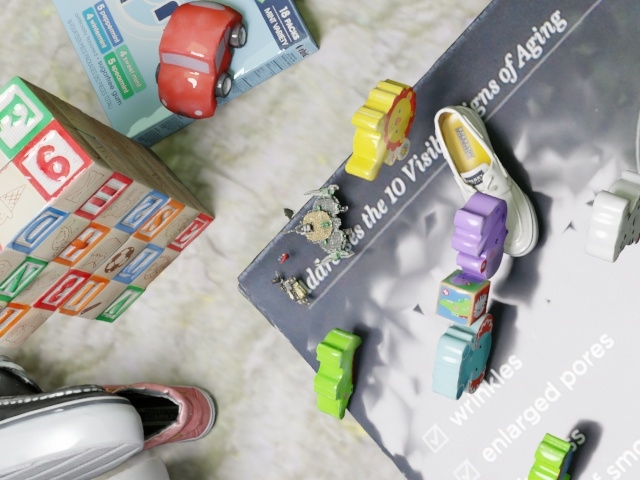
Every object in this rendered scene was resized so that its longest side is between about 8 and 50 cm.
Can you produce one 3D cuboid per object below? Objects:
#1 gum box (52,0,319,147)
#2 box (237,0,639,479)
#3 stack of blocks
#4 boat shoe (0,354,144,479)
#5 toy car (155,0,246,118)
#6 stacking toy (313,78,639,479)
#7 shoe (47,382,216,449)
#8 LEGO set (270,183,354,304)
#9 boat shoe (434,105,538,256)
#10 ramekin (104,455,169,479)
[{"bbox_3d":[-0.118,-0.187,1.308,0.184,0.041,0.157,-28,76,7],"label":"gum box"},{"bbox_3d":[0.294,0.028,0.996,0.480,0.297,0.472,-47,75,18],"label":"box"},{"bbox_3d":[-0.207,-0.007,1.170,0.171,0.297,0.087,-44,77,5],"label":"stack of blocks"},{"bbox_3d":[-0.279,0.144,1.217,0.335,0.121,0.119,-16,72,34],"label":"boat shoe"},{"bbox_3d":[-0.096,-0.250,1.263,0.239,0.053,0.225,-43,74,3],"label":"toy car"},{"bbox_3d":[0.087,0.033,0.892,0.167,0.052,0.221,22,120,25],"label":"stacking toy"},{"bbox_3d":[-0.180,0.144,1.252,0.178,0.081,0.064,-6,80,13],"label":"shoe"},{"bbox_3d":[-0.002,-0.001,0.965,0.054,0.023,0.083,52,123,17],"label":"LEGO set"},{"bbox_3d":[0.096,-0.036,0.909,0.035,0.035,0.100,-27,80,22],"label":"boat shoe"},{"bbox_3d":[-0.207,0.287,1.145,0.277,0.277,0.135,-32,84,7],"label":"ramekin"}]
